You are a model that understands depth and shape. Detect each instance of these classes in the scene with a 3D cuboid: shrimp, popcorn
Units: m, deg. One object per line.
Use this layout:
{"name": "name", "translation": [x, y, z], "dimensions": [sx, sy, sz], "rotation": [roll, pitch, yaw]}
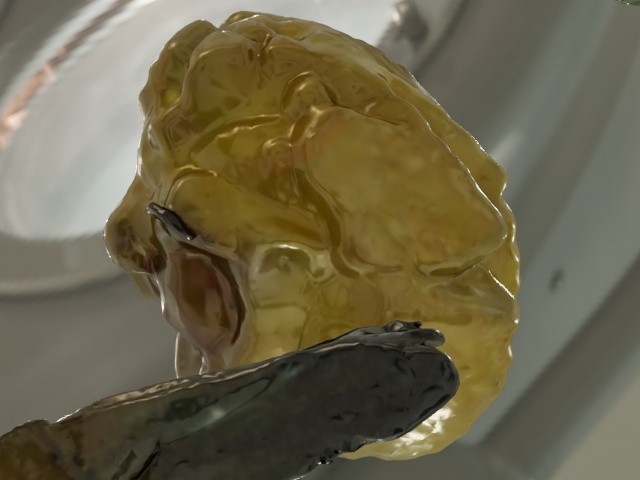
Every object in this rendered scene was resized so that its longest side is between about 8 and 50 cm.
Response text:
{"name": "shrimp", "translation": [0.029, 0.114, 0.365], "dimensions": [0.262, 0.198, 0.051], "rotation": [18, -150, -5]}
{"name": "popcorn", "translation": [0.000, 0.000, 0.605], "dimensions": [0.152, 0.148, 0.167], "rotation": [-35, -103, -30]}

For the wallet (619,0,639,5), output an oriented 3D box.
{"name": "wallet", "translation": [0.217, -0.175, 0.897], "dimensions": [0.236, 0.055, 0.160], "rotation": [-5, -133, -26]}
